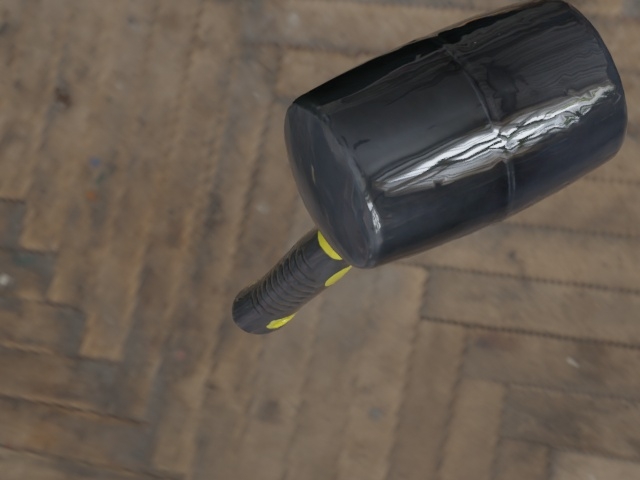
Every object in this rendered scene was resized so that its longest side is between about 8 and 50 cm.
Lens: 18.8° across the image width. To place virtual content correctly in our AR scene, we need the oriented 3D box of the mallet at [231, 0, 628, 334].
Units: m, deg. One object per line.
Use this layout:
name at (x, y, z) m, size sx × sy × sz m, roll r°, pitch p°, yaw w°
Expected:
mallet at (0.000, 0.000, 0.438) m, size 0.062 × 0.190 × 0.039 m, roll -23°, pitch 83°, yaw -26°
